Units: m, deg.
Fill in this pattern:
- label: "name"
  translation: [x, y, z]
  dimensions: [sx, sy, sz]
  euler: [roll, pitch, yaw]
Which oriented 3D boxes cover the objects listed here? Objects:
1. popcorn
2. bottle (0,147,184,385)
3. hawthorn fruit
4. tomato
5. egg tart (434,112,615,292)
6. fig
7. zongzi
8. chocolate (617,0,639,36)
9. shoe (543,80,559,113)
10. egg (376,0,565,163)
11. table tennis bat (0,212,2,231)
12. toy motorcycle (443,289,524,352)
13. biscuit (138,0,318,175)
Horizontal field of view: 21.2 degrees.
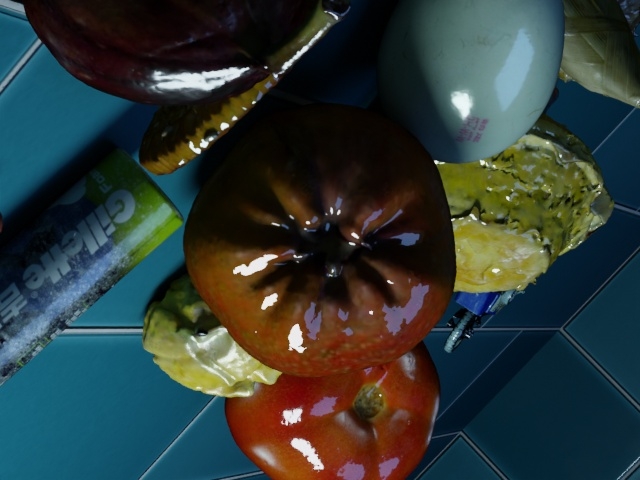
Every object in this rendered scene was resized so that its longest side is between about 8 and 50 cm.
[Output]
- label: "popcorn"
  translation: [-0.112, 0.099, 1.889]
  dimensions: [0.152, 0.167, 0.148]
  euler: [-60, 160, -70]
- label: "bottle"
  translation: [-0.271, 0.059, 1.509]
  dimensions: [0.330, 0.093, 0.093]
  euler: [-42, 163, -6]
- label: "hawthorn fruit"
  translation: [0.000, 0.000, 1.747]
  dimensions: [0.277, 0.277, 0.298]
  euler: [-44, 179, 2]
- label: "tomato"
  translation: [0.010, 0.219, 2.296]
  dimensions: [0.299, 0.298, 0.226]
  euler: [-32, -160, -35]
- label: "egg tart"
  translation: [0.175, -0.030, 1.981]
  dimensions: [0.341, 0.132, 0.341]
  euler: [3, 150, 2]
- label: "fig"
  translation: [-0.079, -0.160, 1.159]
  dimensions: [0.204, 0.249, 0.186]
  euler: [-42, 155, 4]
- label: "zongzi"
  translation: [0.282, -0.239, 1.829]
  dimensions: [0.099, 0.197, 0.194]
  euler: [-35, 129, -4]
- label: "chocolate"
  translation: [0.398, -0.364, 2.097]
  dimensions: [0.102, 0.065, 0.329]
  euler: [-13, 149, -26]
- label: "shoe"
  translation: [0.216, -0.158, 2.089]
  dimensions: [0.171, 0.132, 0.336]
  euler: [-50, 169, -29]
- label: "egg"
  translation: [0.154, -0.193, 1.730]
  dimensions: [0.183, 0.183, 0.264]
  euler: [-30, 152, -39]
- label: "table tennis bat"
  translation: [-0.313, -0.044, 1.266]
  dimensions: [0.200, 0.038, 0.310]
  euler: [-44, 163, 0]
- label: "toy motorcycle"
  translation: [0.279, 0.040, 2.708]
  dimensions: [0.169, 0.113, 0.315]
  euler: [-40, 158, -51]
- label: "biscuit"
  translation: [-0.044, -0.174, 1.363]
  dimensions: [0.305, 0.038, 0.305]
  euler: [-45, -166, 15]
